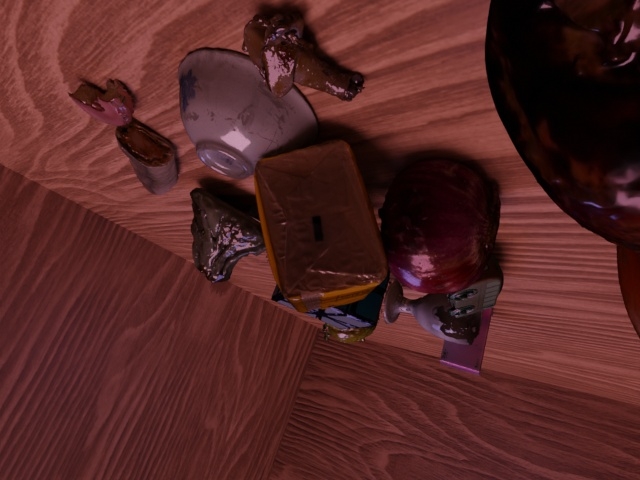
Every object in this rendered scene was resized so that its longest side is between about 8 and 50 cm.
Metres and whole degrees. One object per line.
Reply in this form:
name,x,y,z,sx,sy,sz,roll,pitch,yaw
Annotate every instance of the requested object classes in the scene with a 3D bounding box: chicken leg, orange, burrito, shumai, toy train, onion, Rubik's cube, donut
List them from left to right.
donut,-0.514,-0.331,1.005,0.165,0.065,0.117,14,159,22
burrito,-0.502,-0.232,1.218,0.143,0.105,0.299,27,163,-6
shumai,-0.346,0.003,1.384,0.309,0.264,0.304,29,179,36
chicken leg,-0.032,-0.271,0.646,0.125,0.081,0.196,-16,143,41
Rubik's cube,0.040,0.100,1.294,0.288,0.284,0.293,26,158,-13
orange,0.132,0.259,1.628,0.223,0.301,0.301,0,179,16
onion,0.221,-0.023,0.826,0.272,0.257,0.230,-19,158,30
toy train,0.407,0.112,1.127,0.159,0.129,0.326,-20,150,9

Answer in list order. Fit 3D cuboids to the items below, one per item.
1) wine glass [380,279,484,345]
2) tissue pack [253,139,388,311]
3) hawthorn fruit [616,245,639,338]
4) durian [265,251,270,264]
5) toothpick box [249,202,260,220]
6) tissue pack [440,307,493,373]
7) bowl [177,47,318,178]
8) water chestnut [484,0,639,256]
wine glass,0.414,0.259,1.512,0.356,0.191,0.190,9,159,37
tissue pack,0.000,0.000,0.932,0.228,0.294,0.382,-15,167,-4
hawthorn fruit,0.588,0.077,0.490,0.402,0.403,0.403,18,162,6
durian,-0.112,0.044,1.552,0.138,0.183,0.250,47,172,26
toothpick box,-0.190,-0.086,1.378,0.052,0.052,0.083,2,155,44
tissue pack,0.555,0.363,1.556,0.148,0.247,0.092,11,158,24
bowl,-0.173,-0.216,0.842,0.313,0.146,0.313,20,162,7
water chestnut,0.312,-0.167,0.316,0.302,0.351,0.350,-18,-173,-35
